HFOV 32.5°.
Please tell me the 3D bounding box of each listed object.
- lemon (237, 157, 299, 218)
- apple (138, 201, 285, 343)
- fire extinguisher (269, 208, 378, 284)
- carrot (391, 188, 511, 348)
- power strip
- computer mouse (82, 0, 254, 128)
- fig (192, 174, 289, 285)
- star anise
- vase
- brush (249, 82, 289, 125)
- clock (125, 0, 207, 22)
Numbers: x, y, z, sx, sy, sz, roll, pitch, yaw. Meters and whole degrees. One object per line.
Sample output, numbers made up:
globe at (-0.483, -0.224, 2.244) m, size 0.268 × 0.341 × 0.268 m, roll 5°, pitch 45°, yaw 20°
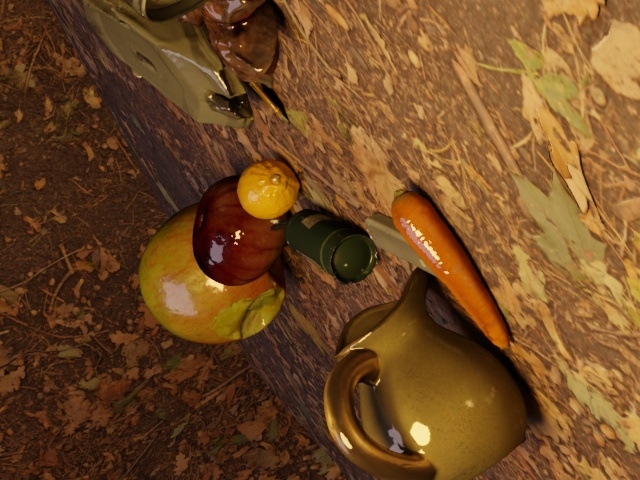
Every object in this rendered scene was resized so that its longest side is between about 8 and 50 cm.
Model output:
lemon at (-0.097, -0.097, 2.057) m, size 0.114 × 0.114 × 0.155 m, roll 57°, pitch 161°, yaw -3°
apple at (-0.252, 0.079, 2.541) m, size 0.339 × 0.339 × 0.339 m, roll 52°, pitch 167°, yaw 17°
fire extinguisher at (0.000, 0.000, 1.988) m, size 0.294 × 0.118 × 0.093 m, roll -150°, pitch 63°, yaw -63°
carrot at (0.183, 0.041, 1.501) m, size 0.271 × 0.062 × 0.066 m, roll 52°, pitch 135°, yaw -1°
power strip at (0.136, 0.009, 1.652) m, size 0.060 × 0.027 × 0.252 m, roll 62°, pitch 166°, yaw -23°
computer mouse at (-0.253, -0.352, 1.940) m, size 0.429 × 0.145 × 0.228 m, roll 38°, pitch 161°, yaw 30°
fig at (-0.164, -0.019, 2.289) m, size 0.214 × 0.235 × 0.235 m, roll 14°, pitch -155°, yaw -47°
star anise at (-0.150, -0.357, 1.612) m, size 0.315 × 0.108 × 0.315 m, roll 50°, pitch 163°, yaw 21°
vase at (0.125, 0.227, 1.603) m, size 0.241 × 0.329 × 0.302 m, roll -40°, pitch 79°, yaw 39°
brush at (-0.110, -0.257, 1.803) m, size 0.082 × 0.010 × 0.218 m, roll 49°, pitch -178°, yaw 26°
clock at (-0.146, -0.355, 1.335) m, size 0.049 × 0.226 × 0.226 m, roll 50°, pitch 167°, yaw 6°
